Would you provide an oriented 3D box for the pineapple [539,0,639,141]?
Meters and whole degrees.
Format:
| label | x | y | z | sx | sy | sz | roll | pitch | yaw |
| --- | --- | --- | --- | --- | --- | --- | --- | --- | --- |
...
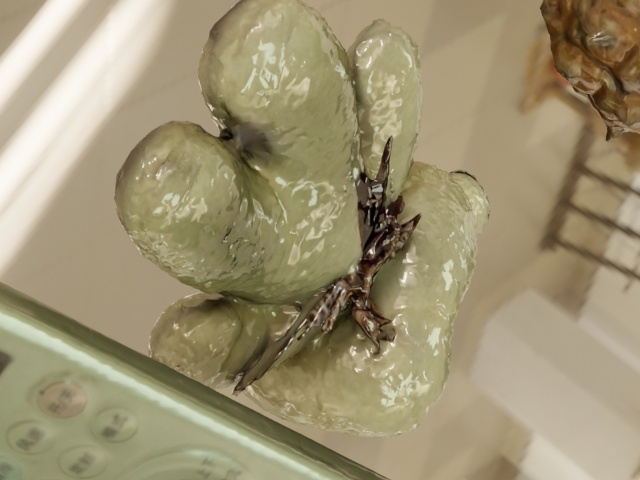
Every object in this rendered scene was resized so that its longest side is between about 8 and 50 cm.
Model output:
| label | x | y | z | sx | sy | sz | roll | pitch | yaw |
| --- | --- | --- | --- | --- | --- | --- | --- | --- | --- |
| pineapple | 0.259 | -0.080 | 0.556 | 0.165 | 0.364 | 0.165 | -22 | 120 | -46 |

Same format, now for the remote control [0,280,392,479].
| label | x | y | z | sx | sy | sz | roll | pitch | yaw |
| --- | --- | --- | --- | --- | --- | --- | --- | --- | --- |
| remote control | -0.070 | 0.084 | 0.617 | 0.309 | 0.038 | 0.090 | 31 | 118 | -24 |

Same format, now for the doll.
| label | x | y | z | sx | sy | sz | roll | pitch | yaw |
| --- | --- | --- | --- | --- | --- | --- | --- | --- | --- |
| doll | -0.002 | 0.004 | 0.744 | 0.175 | 0.149 | 0.278 | -29 | 152 | 7 |
